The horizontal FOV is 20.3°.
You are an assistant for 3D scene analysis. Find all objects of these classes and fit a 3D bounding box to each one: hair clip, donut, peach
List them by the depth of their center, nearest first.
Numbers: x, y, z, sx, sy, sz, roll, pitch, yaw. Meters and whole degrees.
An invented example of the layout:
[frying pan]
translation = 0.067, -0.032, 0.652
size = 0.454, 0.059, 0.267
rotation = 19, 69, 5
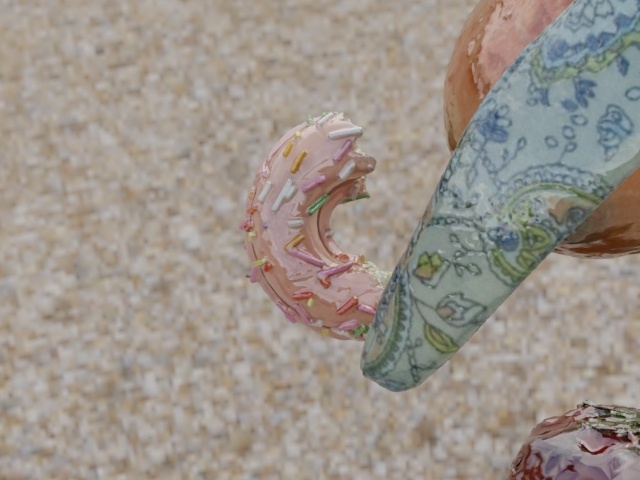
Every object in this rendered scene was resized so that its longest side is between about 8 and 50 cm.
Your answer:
[hair clip]
translation = 0.084, -0.031, 0.636
size = 0.066, 0.229, 0.036
rotation = 44, 18, 15
[peach]
translation = 0.171, -0.075, 1.020
size = 0.232, 0.233, 0.232
rotation = -4, 34, 3
[donut]
translation = 0.000, 0.000, 1.229
size = 0.117, 0.166, 0.065
rotation = -26, -3, 0

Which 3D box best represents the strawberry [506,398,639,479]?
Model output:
[strawberry]
translation = 0.272, 0.241, 1.331
size = 0.274, 0.221, 0.274
rotation = 4, 7, 0
